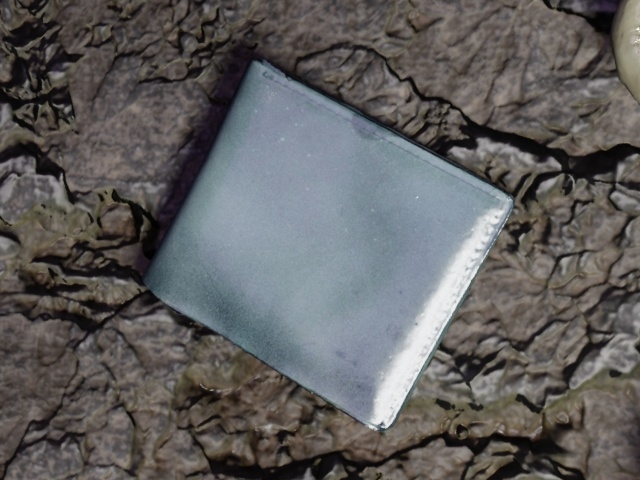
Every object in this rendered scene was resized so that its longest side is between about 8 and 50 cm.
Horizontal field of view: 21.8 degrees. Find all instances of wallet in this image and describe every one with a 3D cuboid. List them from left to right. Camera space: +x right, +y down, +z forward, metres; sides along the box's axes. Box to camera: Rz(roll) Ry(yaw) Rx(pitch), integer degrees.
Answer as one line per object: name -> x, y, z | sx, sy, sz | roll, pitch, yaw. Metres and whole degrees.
wallet -> -0.001, 0.000, 1.530 | 0.290, 0.054, 0.251 | 29, 98, 17

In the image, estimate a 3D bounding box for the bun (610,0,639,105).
bun -> 0.334, -0.171, 1.395 | 0.183, 0.102, 0.183 | -1, 82, 9
